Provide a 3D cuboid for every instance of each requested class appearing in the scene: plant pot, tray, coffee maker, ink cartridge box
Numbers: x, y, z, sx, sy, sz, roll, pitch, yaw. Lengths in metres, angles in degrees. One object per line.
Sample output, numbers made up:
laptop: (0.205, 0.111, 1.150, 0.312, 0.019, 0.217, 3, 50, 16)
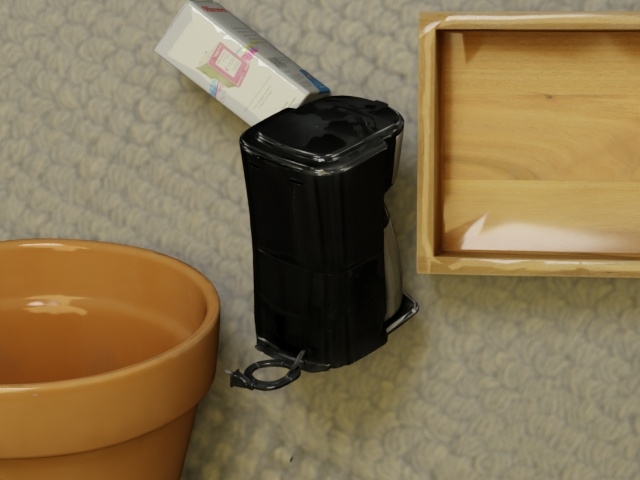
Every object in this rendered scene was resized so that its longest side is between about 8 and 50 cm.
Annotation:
plant pot: (-0.220, 0.143, 1.532, 0.291, 0.291, 0.203, 3, 112, 10)
tray: (0.282, -0.074, 1.507, 0.411, 0.076, 0.203, 1, 95, 10)
coffee maker: (0.000, 0.000, 1.486, 0.120, 0.171, 0.178, 6, 122, 18)
ink cartridge box: (-0.062, -0.136, 1.558, 0.122, 0.088, 0.052, 39, 102, 5)
